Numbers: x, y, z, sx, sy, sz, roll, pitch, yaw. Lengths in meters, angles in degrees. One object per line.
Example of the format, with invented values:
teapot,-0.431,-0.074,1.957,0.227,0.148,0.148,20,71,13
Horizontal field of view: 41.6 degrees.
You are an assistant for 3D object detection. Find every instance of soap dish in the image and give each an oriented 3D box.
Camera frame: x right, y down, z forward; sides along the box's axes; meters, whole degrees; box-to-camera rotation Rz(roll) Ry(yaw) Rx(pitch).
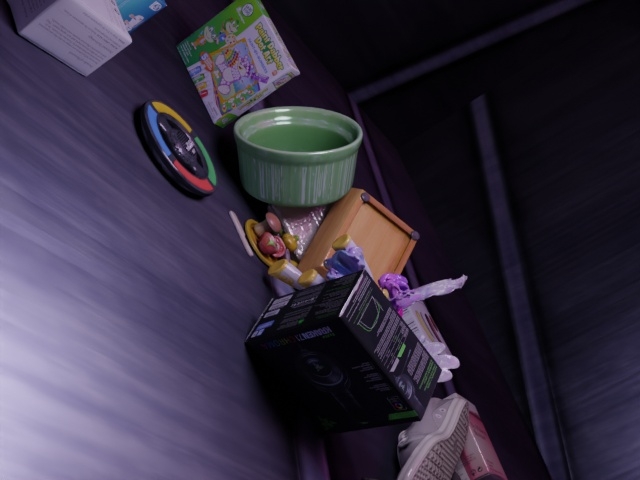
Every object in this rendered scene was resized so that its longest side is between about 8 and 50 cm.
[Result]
soap dish,0.094,0.036,1.995,0.229,0.118,0.291,38,58,-14

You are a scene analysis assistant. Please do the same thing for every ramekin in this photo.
ramekin,-0.055,-0.198,2.004,0.303,0.303,0.148,-92,-176,-61

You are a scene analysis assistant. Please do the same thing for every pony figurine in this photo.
pony figurine,0.103,0.161,1.760,0.363,0.351,0.303,49,41,-23

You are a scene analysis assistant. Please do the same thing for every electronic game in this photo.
electronic game,-0.288,-0.190,1.728,0.229,0.048,0.229,52,16,-22

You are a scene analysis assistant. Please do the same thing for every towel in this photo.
towel,0.000,0.000,2.052,0.187,0.049,0.282,-23,86,-32

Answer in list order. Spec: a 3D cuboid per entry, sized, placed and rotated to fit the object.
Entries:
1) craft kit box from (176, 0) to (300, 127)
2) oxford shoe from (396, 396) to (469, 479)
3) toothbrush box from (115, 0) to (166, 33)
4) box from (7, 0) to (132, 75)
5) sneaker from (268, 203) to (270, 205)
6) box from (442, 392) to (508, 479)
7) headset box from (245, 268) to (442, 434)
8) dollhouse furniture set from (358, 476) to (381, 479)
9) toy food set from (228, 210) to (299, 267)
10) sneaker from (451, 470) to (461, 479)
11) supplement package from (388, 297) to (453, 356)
craft kit box,-0.209,-0.450,2.099,0.250,0.247,0.061,62,15,17
oxford shoe,0.231,0.484,1.915,0.449,0.130,0.169,-36,127,-63
toothbrush box,-0.484,-0.596,1.760,0.295,0.126,0.216,24,37,-62
box,-0.460,-0.428,1.520,0.182,0.119,0.181,31,31,-60
sneaker,0.002,-0.025,2.166,0.321,0.127,0.126,44,22,-37
box,0.370,0.541,2.203,0.148,0.127,0.232,38,26,-51
headset box,0.049,0.222,1.564,0.283,0.246,0.131,53,43,-21
dollhouse furniture set,0.201,0.493,1.514,0.198,0.151,0.301,15,21,-14
toy food set,-0.103,-0.005,1.898,0.218,0.071,0.128,30,32,-59
sneaker,0.314,0.623,1.946,0.130,0.087,0.227,54,9,9
supplement package,0.225,0.256,2.259,0.203,0.149,0.194,63,16,20
